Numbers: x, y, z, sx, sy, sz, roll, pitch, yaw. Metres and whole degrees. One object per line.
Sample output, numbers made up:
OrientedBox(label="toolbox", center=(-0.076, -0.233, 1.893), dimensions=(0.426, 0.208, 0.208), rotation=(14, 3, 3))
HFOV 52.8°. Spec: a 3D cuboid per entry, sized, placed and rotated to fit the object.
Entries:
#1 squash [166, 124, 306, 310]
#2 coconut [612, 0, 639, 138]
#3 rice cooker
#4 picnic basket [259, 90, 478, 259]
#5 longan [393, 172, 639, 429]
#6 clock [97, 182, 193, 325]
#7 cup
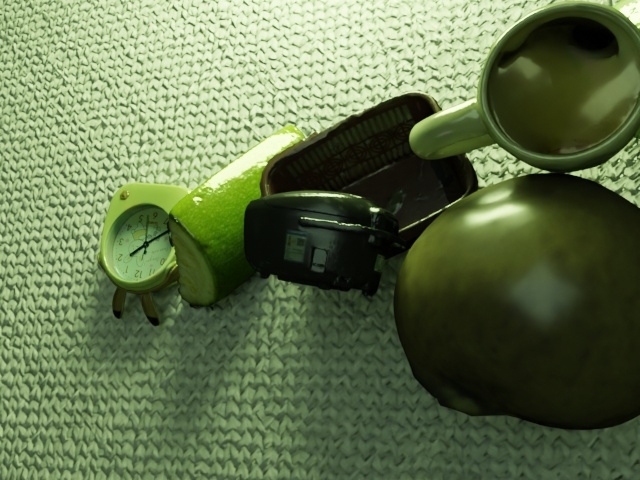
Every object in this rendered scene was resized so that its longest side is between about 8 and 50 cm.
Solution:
OrientedBox(label="squash", center=(-0.101, -0.030, 1.045), dimensions=(0.111, 0.203, 0.289), rotation=(28, 48, 26))
OrientedBox(label="coconut", center=(0.475, -0.242, 0.813), dimensions=(0.236, 0.204, 0.236), rotation=(-21, 52, 28))
OrientedBox(label="rice cooker", center=(0.001, 0.000, 0.792), dimensions=(0.203, 0.142, 0.118), rotation=(8, 86, 25))
OrientedBox(label="picnic basket", center=(0.072, -0.064, 0.939), dimensions=(0.297, 0.129, 0.222), rotation=(-25, 65, 10))
OrientedBox(label="longan", center=(0.245, 0.072, 0.736), dimensions=(0.319, 0.319, 0.319), rotation=(-6, 70, 18))
OrientedBox(label="clock", center=(-0.288, 0.020, 1.074), dimensions=(0.170, 0.069, 0.232), rotation=(7, 76, 21))
OrientedBox(label="cup", center=(0.248, -0.138, 0.741), dimensions=(0.255, 0.202, 0.173), rotation=(-43, 79, 20))
